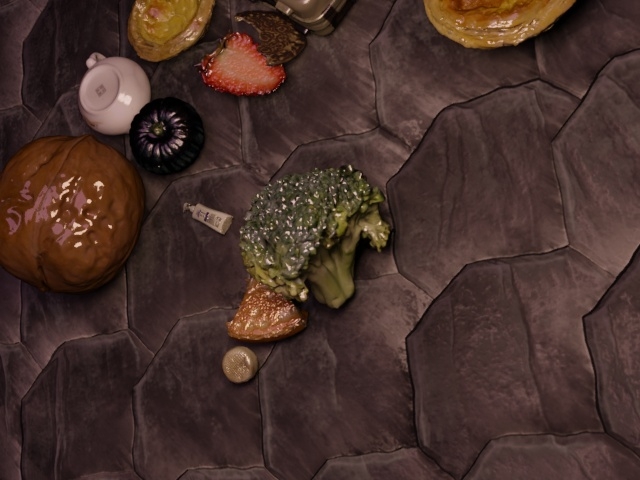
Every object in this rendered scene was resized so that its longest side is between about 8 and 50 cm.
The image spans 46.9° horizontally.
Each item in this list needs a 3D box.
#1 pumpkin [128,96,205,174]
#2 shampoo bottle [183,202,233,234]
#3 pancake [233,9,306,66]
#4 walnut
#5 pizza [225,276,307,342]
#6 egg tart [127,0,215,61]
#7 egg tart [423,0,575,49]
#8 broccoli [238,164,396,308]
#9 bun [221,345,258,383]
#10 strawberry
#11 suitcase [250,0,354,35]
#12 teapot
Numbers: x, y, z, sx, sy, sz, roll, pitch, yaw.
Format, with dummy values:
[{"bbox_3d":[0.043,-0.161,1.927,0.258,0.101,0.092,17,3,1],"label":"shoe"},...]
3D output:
[{"bbox_3d":[-0.378,-0.257,1.812,0.194,0.150,0.194,-17,51,22],"label":"pumpkin"},{"bbox_3d":[-0.276,-0.062,1.781,0.141,0.034,0.048,25,97,27],"label":"shampoo bottle"},{"bbox_3d":[-0.124,-0.483,1.754,0.184,0.020,0.190,10,54,-2],"label":"pancake"},{"bbox_3d":[-0.609,-0.066,1.788,0.354,0.308,0.397,20,88,-6],"label":"walnut"},{"bbox_3d":[-0.120,0.132,1.657,0.188,0.062,0.198,-6,70,11],"label":"pizza"},{"bbox_3d":[-0.376,-0.579,1.905,0.279,0.095,0.278,-8,71,23],"label":"egg tart"},{"bbox_3d":[0.384,-0.529,1.509,0.352,0.150,0.351,-8,70,23],"label":"egg tart"},{"bbox_3d":[0.005,0.005,1.517,0.294,0.280,0.347,-10,35,15],"label":"broccoli"},{"bbox_3d":[-0.176,0.276,1.654,0.086,0.055,0.086,2,94,23],"label":"bun"},{"bbox_3d":[-0.186,-0.400,1.783,0.208,0.087,0.167,41,84,13],"label":"strawberry"},{"bbox_3d":[-0.037,-0.689,1.712,0.352,0.194,0.339,39,94,26],"label":"suitcase"},{"bbox_3d":[-0.530,-0.379,1.909,0.204,0.139,0.298,-32,70,18],"label":"teapot"}]
